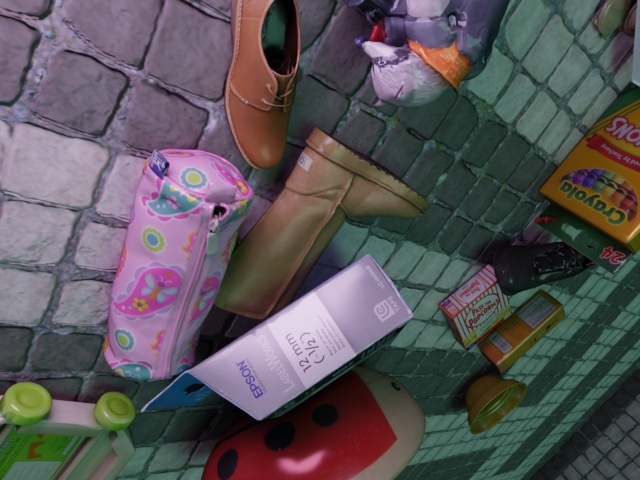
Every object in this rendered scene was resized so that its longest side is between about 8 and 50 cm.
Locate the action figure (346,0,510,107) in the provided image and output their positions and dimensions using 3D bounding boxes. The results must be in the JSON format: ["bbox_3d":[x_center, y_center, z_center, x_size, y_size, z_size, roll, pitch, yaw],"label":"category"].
[{"bbox_3d":[0.120,-0.292,0.439,0.341,0.178,0.331,9,108,-41],"label":"action figure"}]

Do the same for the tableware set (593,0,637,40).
[{"bbox_3d":[0.507,-0.403,0.720,0.140,0.020,0.169,-3,126,-30],"label":"tableware set"}]

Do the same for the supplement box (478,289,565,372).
[{"bbox_3d":[0.538,0.242,1.213,0.233,0.080,0.078,-40,137,2],"label":"supplement box"}]

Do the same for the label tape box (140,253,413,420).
[{"bbox_3d":[-0.047,0.186,0.676,0.347,0.115,0.249,-33,163,-10],"label":"label tape box"}]

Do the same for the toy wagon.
[{"bbox_3d":[-0.431,0.298,0.604,0.344,0.068,0.267,29,104,-44],"label":"toy wagon"}]

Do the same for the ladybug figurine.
[{"bbox_3d":[-0.026,0.364,0.809,0.449,0.305,0.162,-24,94,-21],"label":"ladybug figurine"}]

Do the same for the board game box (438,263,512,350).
[{"bbox_3d":[0.362,0.160,1.049,0.146,0.045,0.193,-39,136,-1],"label":"board game box"}]

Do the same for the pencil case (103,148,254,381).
[{"bbox_3d":[-0.171,0.034,0.534,0.124,0.124,0.284,6,121,-37],"label":"pencil case"}]

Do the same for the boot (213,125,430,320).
[{"bbox_3d":[0.000,0.000,0.653,0.236,0.089,0.270,24,108,-32],"label":"boot"}]

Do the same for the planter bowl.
[{"bbox_3d":[0.502,0.469,1.358,0.217,0.090,0.217,-18,132,-21],"label":"planter bowl"}]

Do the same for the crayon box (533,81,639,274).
[{"bbox_3d":[0.576,-0.120,0.860,0.081,0.202,0.319,23,108,-43],"label":"crayon box"}]

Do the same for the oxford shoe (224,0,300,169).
[{"bbox_3d":[-0.058,-0.162,0.487,0.076,0.076,0.212,-18,134,-25],"label":"oxford shoe"}]

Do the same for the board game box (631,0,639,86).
[{"bbox_3d":[0.638,-0.381,0.570,0.390,0.389,0.050,51,53,-46],"label":"board game box"}]

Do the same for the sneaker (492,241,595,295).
[{"bbox_3d":[0.475,0.043,0.959,0.286,0.109,0.130,-10,172,-36],"label":"sneaker"}]
